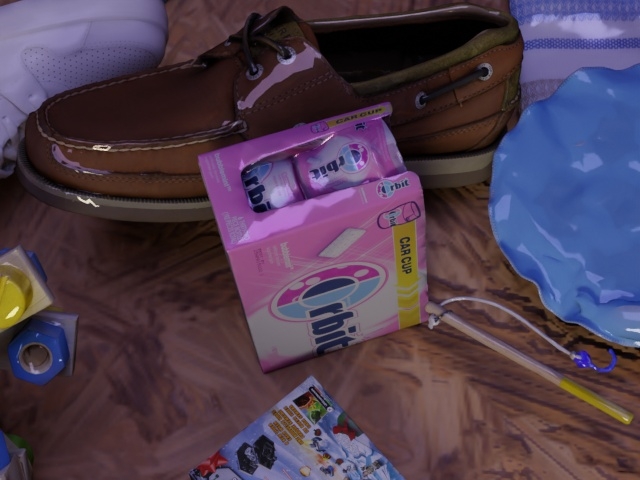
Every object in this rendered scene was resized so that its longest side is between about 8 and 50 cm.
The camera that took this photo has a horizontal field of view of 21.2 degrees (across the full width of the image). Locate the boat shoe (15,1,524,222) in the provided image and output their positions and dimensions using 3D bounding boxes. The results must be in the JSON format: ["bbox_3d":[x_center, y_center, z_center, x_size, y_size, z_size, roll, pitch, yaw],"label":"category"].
[{"bbox_3d":[-0.027,-0.089,1.002,0.307,0.104,0.110,-9,43,-24],"label":"boat shoe"}]

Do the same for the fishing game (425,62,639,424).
[{"bbox_3d":[0.194,-0.022,1.011,0.189,0.041,0.264,25,72,17],"label":"fishing game"}]

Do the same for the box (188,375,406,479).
[{"bbox_3d":[0.003,0.157,0.979,0.094,0.027,0.137,-37,68,-14],"label":"box"}]

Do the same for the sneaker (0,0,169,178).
[{"bbox_3d":[-0.213,-0.037,1.050,0.293,0.108,0.169,-21,67,5],"label":"sneaker"}]

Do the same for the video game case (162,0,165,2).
[{"bbox_3d":[-0.156,-0.220,1.174,0.119,0.015,0.166,-40,69,-14],"label":"video game case"}]

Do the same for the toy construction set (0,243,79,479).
[{"bbox_3d":[-0.290,0.108,0.938,0.328,0.151,0.215,0,107,16],"label":"toy construction set"}]

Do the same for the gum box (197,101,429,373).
[{"bbox_3d":[0.000,0.000,0.963,0.107,0.188,0.062,-18,65,-3],"label":"gum box"}]

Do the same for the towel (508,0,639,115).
[{"bbox_3d":[0.227,-0.136,1.097,0.209,0.034,0.285,-3,65,4],"label":"towel"}]
